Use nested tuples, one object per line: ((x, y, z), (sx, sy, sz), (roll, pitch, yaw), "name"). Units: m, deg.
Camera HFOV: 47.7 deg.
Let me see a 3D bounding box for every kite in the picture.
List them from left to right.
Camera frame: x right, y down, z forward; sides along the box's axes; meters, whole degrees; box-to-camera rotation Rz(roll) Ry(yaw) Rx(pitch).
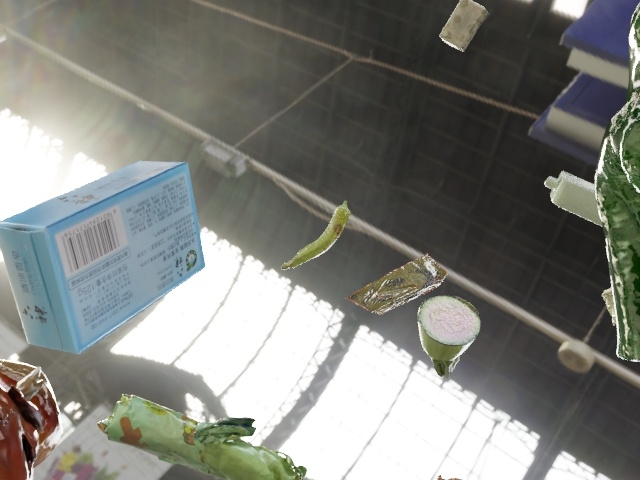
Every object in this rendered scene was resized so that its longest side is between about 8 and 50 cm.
((0.225, 0.142, 2.151), (0.378, 0.327, 0.013), (112, -36, -57), "kite")

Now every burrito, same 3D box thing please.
((-0.149, 0.263, 0.953), (0.287, 0.054, 0.104), (22, -58, -2), "burrito")

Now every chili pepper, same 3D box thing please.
((0.001, 0.001, 1.579), (0.049, 0.208, 0.043), (43, -3, -4), "chili pepper")
((0.333, -0.051, 0.641), (0.167, 0.213, 0.385), (5, -76, 18), "chili pepper")

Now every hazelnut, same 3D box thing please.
((-0.450, 0.248, 0.990), (0.182, 0.182, 0.182), (29, -36, 24), "hazelnut")

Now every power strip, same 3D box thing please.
((0.608, -0.033, 1.383), (0.385, 0.091, 0.062), (25, -68, 7), "power strip")

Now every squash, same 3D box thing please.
((0.205, 0.169, 1.213), (0.105, 0.105, 0.132), (31, -37, 22), "squash")

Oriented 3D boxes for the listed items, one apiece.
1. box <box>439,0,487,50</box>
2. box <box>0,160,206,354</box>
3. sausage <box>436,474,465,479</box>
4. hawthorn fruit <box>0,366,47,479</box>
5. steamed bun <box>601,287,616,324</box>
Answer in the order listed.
((0.297, -0.448, 1.500), (0.062, 0.045, 0.098), (32, -75, 11), "box")
((-0.236, 0.009, 0.821), (0.083, 0.232, 0.143), (4, -66, 27), "box")
((0.248, 0.403, 0.829), (0.348, 0.053, 0.053), (50, -33, 0), "sausage")
((-0.336, 0.187, 0.556), (0.275, 0.307, 0.276), (21, -48, 26), "hawthorn fruit")
((0.851, 0.173, 1.680), (0.290, 0.273, 0.273), (-25, -96, 41), "steamed bun")
